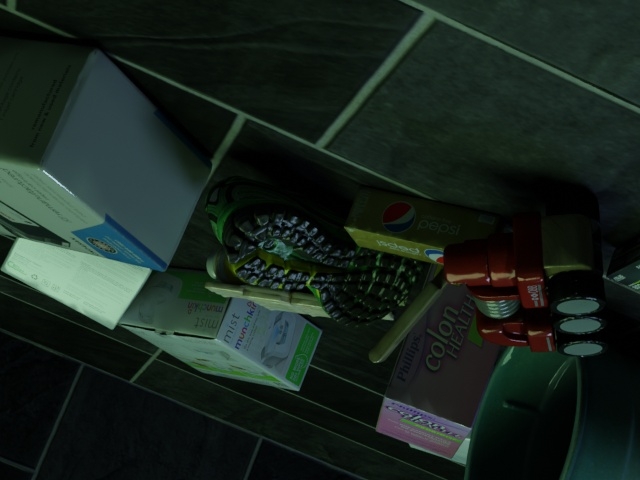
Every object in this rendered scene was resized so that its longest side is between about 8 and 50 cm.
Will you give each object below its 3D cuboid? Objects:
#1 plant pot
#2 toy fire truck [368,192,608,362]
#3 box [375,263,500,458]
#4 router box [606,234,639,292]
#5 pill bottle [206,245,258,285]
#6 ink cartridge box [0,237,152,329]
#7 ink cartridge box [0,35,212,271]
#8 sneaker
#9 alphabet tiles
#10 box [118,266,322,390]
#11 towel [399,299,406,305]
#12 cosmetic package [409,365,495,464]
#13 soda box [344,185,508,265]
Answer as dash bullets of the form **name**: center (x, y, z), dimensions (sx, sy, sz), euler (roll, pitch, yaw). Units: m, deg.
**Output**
- **plant pot**: center (0.414, 0.302, 1.792), dimensions (0.334, 0.341, 0.341), euler (16, 164, -11)
- **toy fire truck**: center (0.183, 0.066, 1.446), dimensions (0.246, 0.158, 0.217), euler (-4, 157, 12)
- **box**: center (0.166, 0.153, 1.765), dimensions (0.117, 0.213, 0.243), euler (20, 163, 7)
- **router box**: center (0.374, 0.029, 1.434), dimensions (0.092, 0.038, 0.122), euler (23, 163, -4)
- **pill bottle**: center (-0.121, 0.036, 2.007), dimensions (0.065, 0.065, 0.116), euler (32, 161, -32)
- **ink cartridge box**: center (-0.394, 0.023, 2.228), dimensions (0.223, 0.045, 0.224), euler (30, 130, -10)
- **ink cartridge box**: center (-0.382, -0.120, 1.662), dimensions (0.395, 0.166, 0.285), euler (11, 160, 31)
- **sneaker**: center (0.000, 0.000, 1.708), dimensions (0.343, 0.134, 0.146), euler (27, -160, -41)
- **alphabet tiles**: center (-0.029, 0.097, 2.027), dimensions (0.278, 0.021, 0.284), euler (9, 174, 6)
- **box**: center (-0.177, 0.152, 2.329), dimensions (0.262, 0.126, 0.231), euler (5, 156, 44)
- **towel**: center (0.056, 0.058, 1.929), dimensions (0.148, 0.027, 0.110), euler (18, 164, 5)
- **cosmetic package**: center (0.259, 0.293, 2.224), dimensions (0.225, 0.138, 0.224), euler (15, 162, 17)
- **soda box**: center (0.125, -0.011, 1.577), dimensions (0.181, 0.058, 0.061), euler (14, 162, 25)
